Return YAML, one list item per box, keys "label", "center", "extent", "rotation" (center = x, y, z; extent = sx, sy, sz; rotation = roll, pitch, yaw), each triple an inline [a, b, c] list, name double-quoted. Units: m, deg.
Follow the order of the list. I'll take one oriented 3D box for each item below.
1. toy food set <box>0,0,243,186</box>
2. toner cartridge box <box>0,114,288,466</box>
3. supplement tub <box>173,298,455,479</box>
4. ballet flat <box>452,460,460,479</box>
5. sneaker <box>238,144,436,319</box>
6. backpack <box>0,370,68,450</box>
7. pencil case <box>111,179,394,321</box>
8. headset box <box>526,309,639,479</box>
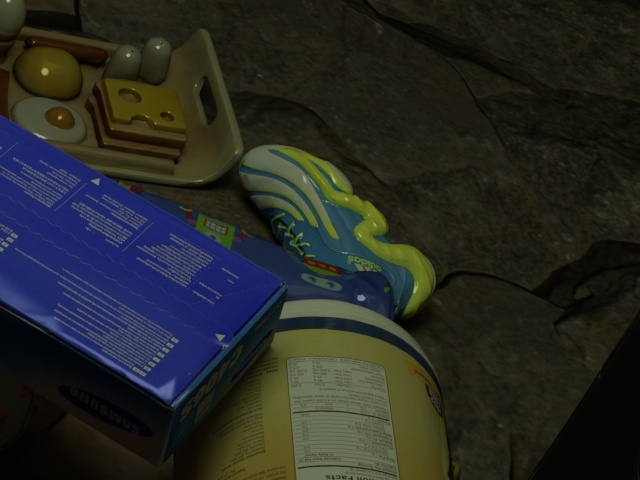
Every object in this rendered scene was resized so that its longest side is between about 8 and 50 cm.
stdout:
- label: "toy food set"
  center: [-0.240, -0.172, 2.015]
  extent: [0.306, 0.092, 0.220]
  rotation: [8, 39, -25]
- label: "toner cartridge box"
  center: [-0.216, 0.016, 1.509]
  extent: [0.348, 0.075, 0.165]
  rotation: [30, 47, 14]
- label: "supplement tub"
  center: [-0.003, 0.225, 1.548]
  extent: [0.228, 0.228, 0.316]
  rotation: [15, 37, -17]
- label: "ballet flat"
  center: [0.025, 0.168, 1.773]
  extent: [0.232, 0.073, 0.080]
  rotation: [31, 35, 6]
- label: "sneaker"
  center: [0.000, 0.000, 1.955]
  extent: [0.240, 0.091, 0.126]
  rotation: [36, 36, 10]
- label: "backpack"
  center: [-0.278, 0.086, 1.599]
  extent: [0.188, 0.166, 0.144]
  rotation: [6, 42, -21]
- label: "pencil case"
  center: [-0.079, 0.042, 1.823]
  extent: [0.306, 0.119, 0.133]
  rotation: [19, 38, -11]
- label: "headset box"
  center: [0.321, 0.219, 1.736]
  extent: [0.246, 0.283, 0.131]
  rotation: [35, 20, 9]
